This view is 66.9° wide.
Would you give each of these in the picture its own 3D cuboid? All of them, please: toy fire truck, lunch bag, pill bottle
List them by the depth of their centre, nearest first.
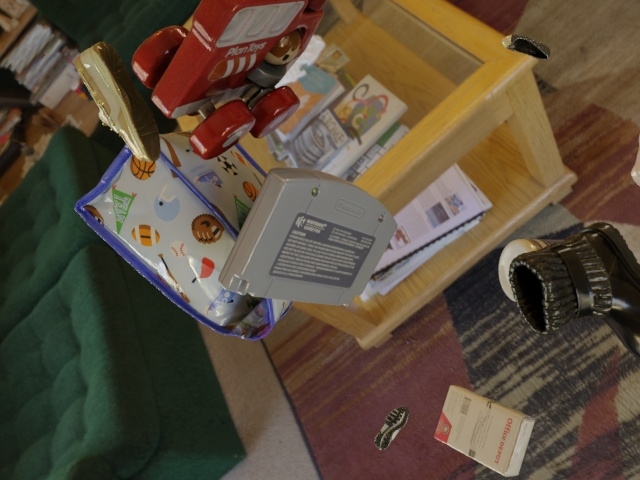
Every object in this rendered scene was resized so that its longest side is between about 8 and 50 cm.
[{"bbox_3d":[-0.100,-0.271,0.700,0.254,0.302,0.169,-35,94,40],"label":"toy fire truck"},{"bbox_3d":[-0.181,-0.024,0.930,0.239,0.328,0.385,-42,93,21],"label":"lunch bag"},{"bbox_3d":[0.588,0.074,1.175,0.265,0.153,0.153,0,59,-11],"label":"pill bottle"}]

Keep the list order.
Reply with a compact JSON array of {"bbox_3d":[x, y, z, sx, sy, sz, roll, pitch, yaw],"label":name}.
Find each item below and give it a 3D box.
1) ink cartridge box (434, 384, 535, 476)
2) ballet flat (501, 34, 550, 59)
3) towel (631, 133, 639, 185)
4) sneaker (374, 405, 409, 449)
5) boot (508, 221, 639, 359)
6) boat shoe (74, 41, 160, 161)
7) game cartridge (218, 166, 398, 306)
[{"bbox_3d":[0.444,0.512,1.319,0.218,0.092,0.158,14,82,47],"label":"ink cartridge box"},{"bbox_3d":[0.718,-0.674,1.687,0.173,0.057,0.049,17,43,2],"label":"ballet flat"},{"bbox_3d":[0.400,-0.150,0.290,0.332,0.053,0.317,11,64,34],"label":"towel"},{"bbox_3d":[0.157,0.405,1.061,0.040,0.044,0.109,38,100,20],"label":"sneaker"},{"bbox_3d":[0.561,0.147,0.992,0.260,0.131,0.348,-23,74,-25],"label":"boot"},{"bbox_3d":[-0.227,-0.150,0.549,0.045,0.135,0.050,-14,22,16],"label":"boat shoe"},{"bbox_3d":[0.000,0.000,0.734,0.060,0.294,0.196,39,104,37],"label":"game cartridge"}]
